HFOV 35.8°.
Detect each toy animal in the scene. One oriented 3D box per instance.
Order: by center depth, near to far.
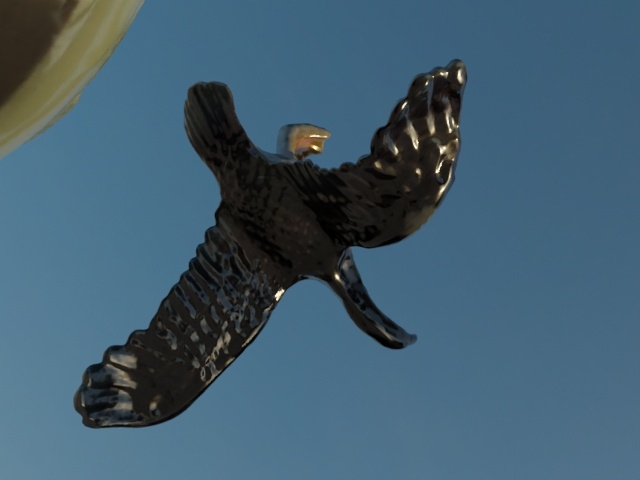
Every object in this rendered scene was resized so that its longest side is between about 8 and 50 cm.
[{"bbox_3d":[-0.001,-0.009,0.594,0.272,0.197,0.160,-38,-129,21],"label":"toy animal"}]

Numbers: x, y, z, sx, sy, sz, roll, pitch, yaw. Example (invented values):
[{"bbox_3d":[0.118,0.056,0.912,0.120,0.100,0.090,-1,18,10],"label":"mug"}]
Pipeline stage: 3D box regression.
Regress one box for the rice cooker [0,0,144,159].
[{"bbox_3d":[-0.242,-0.193,0.342,0.335,0.325,0.335,-10,-106,37],"label":"rice cooker"}]
